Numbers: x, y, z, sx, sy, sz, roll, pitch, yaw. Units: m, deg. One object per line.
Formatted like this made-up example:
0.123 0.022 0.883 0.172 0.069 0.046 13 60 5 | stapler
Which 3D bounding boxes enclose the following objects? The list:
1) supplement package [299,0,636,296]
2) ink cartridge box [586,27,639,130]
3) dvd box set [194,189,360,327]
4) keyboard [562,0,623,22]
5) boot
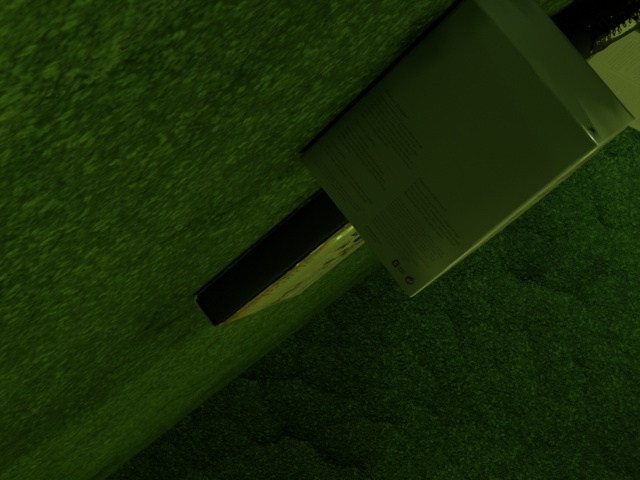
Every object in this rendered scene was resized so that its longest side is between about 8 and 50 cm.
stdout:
0.163 -0.111 1.161 0.263 0.199 0.198 -42 173 30 | supplement package
0.536 -0.276 1.723 0.189 0.255 0.097 -47 -159 57 | ink cartridge box
0.000 0.000 1.663 0.308 0.062 0.420 -39 174 15 | dvd box set
0.408 -0.358 1.560 0.100 0.038 0.192 -14 173 -2 | keyboard
0.401 -0.307 1.509 0.137 0.076 0.198 -26 -174 33 | boot
